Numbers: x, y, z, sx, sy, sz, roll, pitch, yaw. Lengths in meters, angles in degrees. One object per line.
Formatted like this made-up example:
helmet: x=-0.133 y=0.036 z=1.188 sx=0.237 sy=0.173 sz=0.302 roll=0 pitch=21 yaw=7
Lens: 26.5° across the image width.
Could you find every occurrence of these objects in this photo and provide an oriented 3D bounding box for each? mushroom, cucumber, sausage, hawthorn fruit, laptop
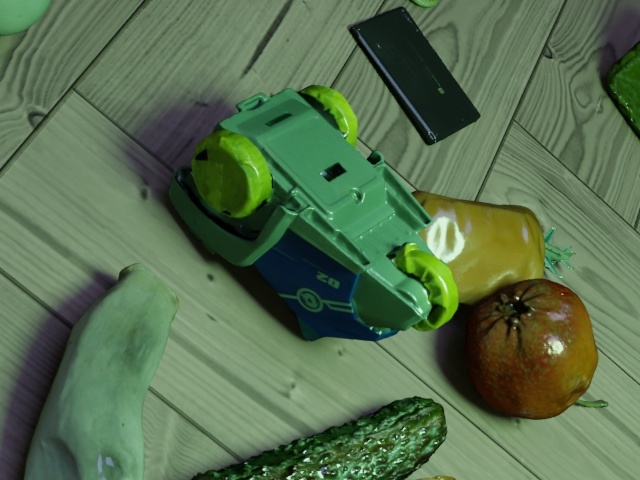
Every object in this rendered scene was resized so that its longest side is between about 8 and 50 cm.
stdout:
mushroom: x=-0.208 y=0.163 z=1.294 sx=0.109 sy=0.097 sz=0.351 roll=28 pitch=47 yaw=-23
cucumber: x=0.020 y=0.240 z=1.434 sx=0.359 sy=0.096 sz=0.096 roll=-12 pitch=72 yaw=-45
sausage: x=0.184 y=0.010 z=1.678 sx=0.241 sy=0.120 sz=0.136 roll=2 pitch=97 yaw=-36
hawthorn fruit: x=0.279 y=0.165 z=1.677 sx=0.285 sy=0.165 sz=0.165 roll=53 pitch=33 yaw=-49
laptop: x=0.134 y=-0.230 z=1.858 sx=0.135 sy=0.016 sz=0.197 roll=-31 pitch=86 yaw=-46

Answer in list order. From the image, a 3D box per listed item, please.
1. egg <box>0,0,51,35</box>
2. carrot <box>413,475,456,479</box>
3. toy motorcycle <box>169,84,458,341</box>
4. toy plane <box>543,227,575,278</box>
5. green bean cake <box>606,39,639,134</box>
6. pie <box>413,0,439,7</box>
egg: x=-0.353 y=-0.305 z=1.422 sx=0.149 sy=0.149 sz=0.192 roll=-22 pitch=81 yaw=-44
carrot: x=0.136 y=0.350 z=1.461 sx=0.087 sy=0.087 sz=0.193 roll=19 pitch=50 yaw=-29
toy motorcycle: x=0.000 y=0.000 z=1.502 sx=0.326 sy=0.200 sz=0.191 roll=48 pitch=44 yaw=11
toy plane: x=0.306 y=0.015 z=1.834 sx=0.083 sy=0.033 sz=0.080 roll=16 pitch=56 yaw=-22
green bean cake: x=0.565 y=-0.236 z=2.077 sx=0.214 sy=0.200 sz=0.113 roll=52 pitch=36 yaw=5
pie: x=0.143 y=-0.371 z=1.947 sx=0.084 sy=0.021 sz=0.084 roll=19 pitch=55 yaw=-29
